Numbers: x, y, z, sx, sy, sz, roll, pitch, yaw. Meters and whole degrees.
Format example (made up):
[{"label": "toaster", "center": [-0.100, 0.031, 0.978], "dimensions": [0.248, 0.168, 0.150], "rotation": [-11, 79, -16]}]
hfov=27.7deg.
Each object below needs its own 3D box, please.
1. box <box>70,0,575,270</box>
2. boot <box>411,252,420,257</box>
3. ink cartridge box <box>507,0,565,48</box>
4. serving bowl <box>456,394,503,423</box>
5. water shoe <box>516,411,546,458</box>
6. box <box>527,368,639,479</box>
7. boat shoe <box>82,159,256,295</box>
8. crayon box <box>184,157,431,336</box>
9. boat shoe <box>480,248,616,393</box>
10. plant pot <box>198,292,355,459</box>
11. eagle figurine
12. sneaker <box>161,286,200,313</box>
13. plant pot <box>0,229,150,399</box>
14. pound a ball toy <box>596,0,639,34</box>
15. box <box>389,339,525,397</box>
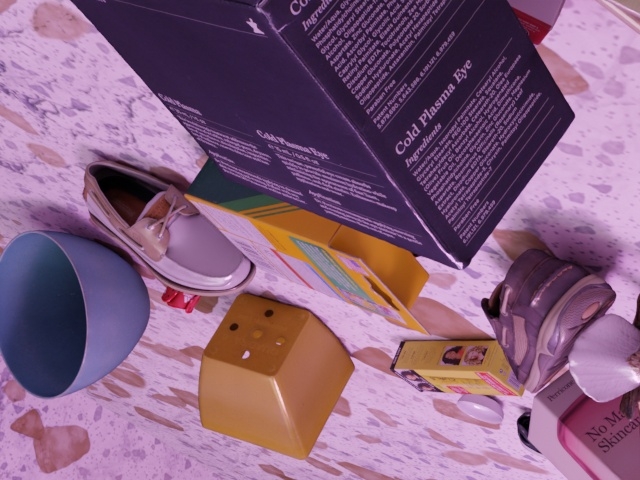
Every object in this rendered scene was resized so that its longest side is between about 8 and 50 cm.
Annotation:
[{"label": "box", "center": [-0.015, -0.172, 1.094], "dimensions": [0.343, 0.179, 0.312], "rotation": [23, 161, 47]}, {"label": "boot", "center": [0.081, -0.024, 1.684], "dimensions": [0.106, 0.037, 0.114], "rotation": [3, 146, 38]}, {"label": "ink cartridge box", "center": [0.148, -0.198, 1.159], "dimensions": [0.099, 0.056, 0.135], "rotation": [25, 159, -2]}, {"label": "serving bowl", "center": [0.275, 0.281, 2.211], "dimensions": [0.083, 0.027, 0.083], "rotation": [20, 159, 8]}, {"label": "water shoe", "center": [0.415, 0.339, 2.139], "dimensions": [0.203, 0.073, 0.080], "rotation": [11, 153, 29]}, {"label": "box", "center": [0.411, 0.274, 1.739], "dimensions": [0.232, 0.149, 0.127], "rotation": [45, 158, 30]}, {"label": "boat shoe", "center": [-0.229, -0.019, 1.876], "dimensions": [0.302, 0.113, 0.103], "rotation": [26, 154, 24]}, {"label": "crayon box", "center": [0.000, 0.000, 1.687], "dimensions": [0.323, 0.083, 0.203], "rotation": [21, 162, 41]}, {"label": "boat shoe", "center": [0.282, 0.091, 1.656], "dimensions": [0.130, 0.132, 0.355], "rotation": [46, 166, 15]}, {"label": "plant pot", "center": [-0.089, 0.212, 2.219], "dimensions": [0.212, 0.212, 0.187], "rotation": [15, 144, 24]}, {"label": "eagle figurine", "center": [0.461, 0.141, 1.475], "dimensions": [0.226, 0.225, 0.298], "rotation": [48, 161, -27]}, {"label": "sneaker", "center": [-0.174, 0.050, 1.996], "dimensions": [0.087, 0.128, 0.221], "rotation": [28, 159, -9]}, {"label": "plant pot", "center": [-0.416, 0.120, 2.287], "dimensions": [0.290, 0.290, 0.195], "rotation": [2, -174, 45]}, {"label": "pound a ball toy", "center": [0.267, -0.219, 0.930], "dimensions": [0.319, 0.135, 0.208], "rotation": [26, -176, -5]}, {"label": "box", "center": [0.217, 0.199, 2.034], "dimensions": [0.087, 0.058, 0.232], "rotation": [38, 155, -30]}]
